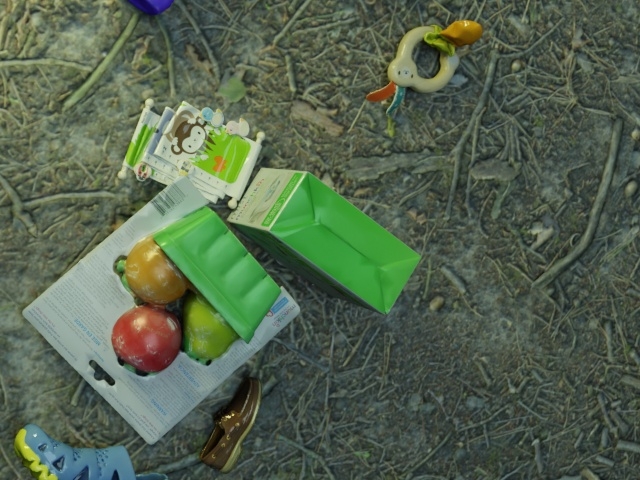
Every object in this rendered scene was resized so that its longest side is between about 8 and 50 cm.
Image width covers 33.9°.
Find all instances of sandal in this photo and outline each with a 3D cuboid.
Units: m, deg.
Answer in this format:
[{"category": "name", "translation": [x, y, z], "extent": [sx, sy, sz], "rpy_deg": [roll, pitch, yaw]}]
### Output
[{"category": "sandal", "translation": [-0.371, 0.395, 1.755], "extent": [0.317, 0.126, 0.138], "rpy_deg": [45, 73, -27]}]

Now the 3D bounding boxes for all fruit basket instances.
[{"category": "fruit basket", "translation": [-0.261, 0.118, 1.783], "extent": [0.353, 0.165, 0.327], "rpy_deg": [-41, 107, 1]}]

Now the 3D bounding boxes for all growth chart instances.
[{"category": "growth chart", "translation": [-0.219, -0.155, 1.829], "extent": [0.237, 0.021, 0.172], "rpy_deg": [17, 83, -23]}]

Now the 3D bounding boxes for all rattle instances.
[{"category": "rattle", "translation": [0.195, -0.314, 1.938], "extent": [0.199, 0.143, 0.130], "rpy_deg": [-37, 125, -23]}]

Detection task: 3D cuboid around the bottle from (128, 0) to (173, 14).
[{"category": "bottle", "translation": [-0.241, -0.520, 1.761], "extent": [0.118, 0.092, 0.283], "rpy_deg": [33, 80, -22]}]

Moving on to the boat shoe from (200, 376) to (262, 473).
[{"category": "boat shoe", "translation": [-0.157, 0.323, 1.863], "extent": [0.060, 0.064, 0.178], "rpy_deg": [25, 86, -24]}]

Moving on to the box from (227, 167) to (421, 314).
[{"category": "box", "translation": [0.000, 0.000, 1.820], "extent": [0.262, 0.231, 0.127], "rpy_deg": [36, 82, -20]}]
